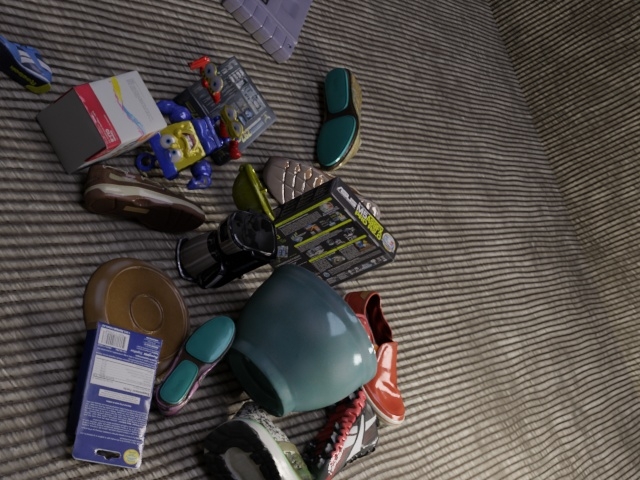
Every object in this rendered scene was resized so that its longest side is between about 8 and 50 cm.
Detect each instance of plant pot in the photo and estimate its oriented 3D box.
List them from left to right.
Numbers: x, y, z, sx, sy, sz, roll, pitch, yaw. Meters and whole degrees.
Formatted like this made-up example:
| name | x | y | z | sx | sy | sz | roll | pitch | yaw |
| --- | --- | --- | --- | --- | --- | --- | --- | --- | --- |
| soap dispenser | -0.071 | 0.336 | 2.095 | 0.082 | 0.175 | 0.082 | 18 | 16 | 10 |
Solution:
| name | x | y | z | sx | sy | sz | roll | pitch | yaw |
| --- | --- | --- | --- | --- | --- | --- | --- | --- | --- |
| plant pot | -0.325 | 0.137 | 1.567 | 0.236 | 0.032 | 0.236 | 29 | 48 | -40 |
| plant pot | -0.063 | 0.219 | 1.671 | 0.196 | 0.293 | 0.293 | -37 | 100 | -26 |

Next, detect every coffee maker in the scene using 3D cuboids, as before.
| name | x | y | z | sx | sy | sz | roll | pitch | yaw |
| --- | --- | --- | --- | --- | --- | --- | --- | --- | --- |
| coffee maker | -0.171 | 0.015 | 1.708 | 0.171 | 0.178 | 0.120 | -12 | 79 | -53 |

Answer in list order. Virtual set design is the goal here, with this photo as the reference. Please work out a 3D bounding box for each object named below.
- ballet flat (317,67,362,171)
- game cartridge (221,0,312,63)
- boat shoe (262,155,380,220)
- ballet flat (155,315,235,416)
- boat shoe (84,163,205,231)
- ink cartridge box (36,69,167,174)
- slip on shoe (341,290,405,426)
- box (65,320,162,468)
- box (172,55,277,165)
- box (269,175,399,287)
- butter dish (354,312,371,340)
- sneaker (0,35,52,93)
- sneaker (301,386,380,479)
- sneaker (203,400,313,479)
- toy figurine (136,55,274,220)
| name | x | y | z | sx | sy | sz | roll | pitch | yaw |
| --- | --- | --- | --- | --- | --- | --- | --- | --- | --- |
| ballet flat | 0.063 | -0.304 | 2.262 | 0.123 | 0.123 | 0.348 | 32 | 47 | -37 |
| game cartridge | -0.128 | -0.658 | 2.277 | 0.230 | 0.068 | 0.355 | 47 | 39 | -30 |
| boat shoe | -0.007 | -0.114 | 2.068 | 0.324 | 0.123 | 0.116 | 29 | 14 | -27 |
| ballet flat | -0.235 | 0.232 | 1.577 | 0.077 | 0.079 | 0.221 | 32 | 54 | 2 |
| boat shoe | -0.332 | -0.090 | 1.645 | 0.257 | 0.095 | 0.095 | 17 | 50 | -45 |
| ink cartridge box | -0.406 | -0.224 | 1.600 | 0.127 | 0.128 | 0.176 | 61 | 36 | -5 |
| slip on shoe | 0.134 | 0.272 | 2.002 | 0.123 | 0.101 | 0.331 | 0 | 71 | -53 |
| box | -0.347 | 0.261 | 1.436 | 0.136 | 0.037 | 0.225 | 25 | 62 | -41 |
| box | -0.212 | -0.298 | 1.949 | 0.183 | 0.059 | 0.232 | 54 | 36 | -13 |
| box | 0.000 | 0.000 | 1.854 | 0.216 | 0.270 | 0.060 | 46 | 40 | -23 |
| butter dish | 0.055 | 0.223 | 1.884 | 0.160 | 0.118 | 0.159 | 1 | 66 | -20 |
| sneaker | -0.549 | -0.330 | 1.554 | 0.144 | 0.053 | 0.059 | 43 | 41 | -40 |
| sneaker | 0.054 | 0.431 | 1.805 | 0.135 | 0.098 | 0.276 | 52 | 36 | -13 |
| sneaker | -0.051 | 0.468 | 1.630 | 0.410 | 0.158 | 0.182 | 59 | 22 | -14 |
| toy figurine | -0.261 | -0.167 | 1.747 | 0.217 | 0.191 | 0.362 | -24 | 92 | -10 |
